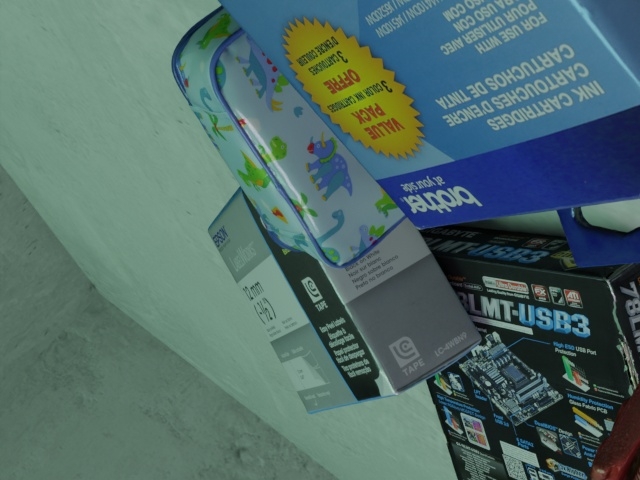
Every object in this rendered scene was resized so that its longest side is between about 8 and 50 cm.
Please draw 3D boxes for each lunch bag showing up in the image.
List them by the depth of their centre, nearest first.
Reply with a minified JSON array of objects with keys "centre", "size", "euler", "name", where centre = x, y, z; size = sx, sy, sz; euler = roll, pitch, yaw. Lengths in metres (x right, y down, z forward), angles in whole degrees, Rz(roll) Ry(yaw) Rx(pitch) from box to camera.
[{"centre":[0.006,-0.102,0.707],"size":[0.090,0.176,0.219],"euler":[23,151,55],"name":"lunch bag"}]

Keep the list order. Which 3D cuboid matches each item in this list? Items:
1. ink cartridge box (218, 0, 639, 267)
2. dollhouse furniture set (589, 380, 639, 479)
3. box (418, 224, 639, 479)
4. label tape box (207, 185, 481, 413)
[{"centre":[0.077,-0.156,0.496],"size":[0.395,0.151,0.270],"euler":[46,161,-14],"name":"ink cartridge box"},{"centre":[0.273,0.185,0.547],"size":[0.201,0.152,0.374],"euler":[27,156,26],"name":"dollhouse furniture set"},{"centre":[0.207,0.135,0.842],"size":[0.295,0.073,0.293],"euler":[7,119,58],"name":"box"},{"centre":[-0.018,-0.008,0.906],"size":[0.347,0.115,0.249],"euler":[59,157,2],"name":"label tape box"}]
